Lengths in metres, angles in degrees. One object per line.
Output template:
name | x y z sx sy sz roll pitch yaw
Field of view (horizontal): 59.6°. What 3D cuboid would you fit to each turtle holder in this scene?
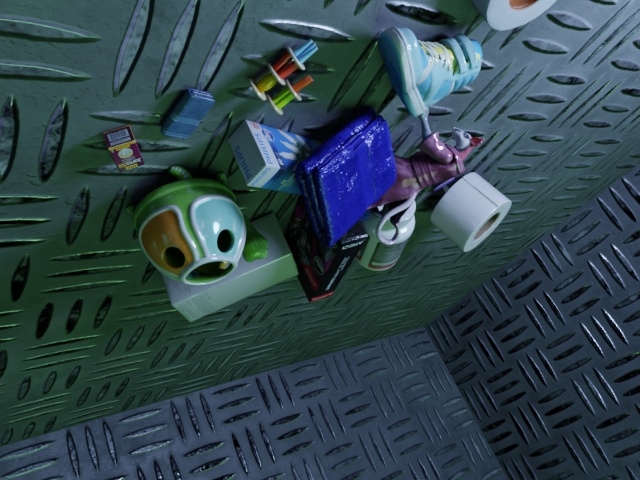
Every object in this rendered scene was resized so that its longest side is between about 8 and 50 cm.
turtle holder | -0.287 -0.008 1.342 0.243 0.227 0.320 -29 157 3

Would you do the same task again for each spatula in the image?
spatula | 0.468 -0.172 2.045 0.084 0.030 0.296 -31 157 12

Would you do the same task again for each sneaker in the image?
sneaker | 0.249 -0.405 1.215 0.208 0.127 0.319 -29 166 10

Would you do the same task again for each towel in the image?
towel | -0.265 -0.251 1.109 0.067 0.029 0.119 2 144 -49
towel | 0.079 -0.154 1.338 0.308 0.076 0.228 -44 128 -36

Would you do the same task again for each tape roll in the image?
tape roll | 0.423 -0.548 1.159 0.219 0.072 0.219 -22 156 -11
tape roll | 0.542 -0.102 2.023 0.246 0.169 0.246 -36 155 -20

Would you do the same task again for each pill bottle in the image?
pill bottle | 0.214 -0.040 1.869 0.176 0.176 0.318 -19 156 -17

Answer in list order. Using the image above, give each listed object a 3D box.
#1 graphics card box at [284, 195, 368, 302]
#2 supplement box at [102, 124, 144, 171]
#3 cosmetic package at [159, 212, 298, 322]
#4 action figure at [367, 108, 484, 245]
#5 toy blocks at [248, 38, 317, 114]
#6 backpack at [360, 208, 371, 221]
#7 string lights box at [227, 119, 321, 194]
graphics card box | 0.000 0.000 1.657 0.094 0.233 0.371 -14 155 -26
supplement box | -0.389 -0.181 1.106 0.055 0.043 0.083 -22 157 -13
cosmetic package | -0.264 0.085 1.654 0.365 0.155 0.197 -24 157 -8
action figure | 0.272 -0.190 1.529 0.370 0.276 0.248 -21 154 22
toy blocks | -0.055 -0.332 1.130 0.148 0.054 0.123 -34 155 15
backpack | 0.100 -0.105 1.722 0.101 0.098 0.120 -17 170 2
string lights box | -0.081 -0.184 1.310 0.076 0.133 0.259 -40 154 30
